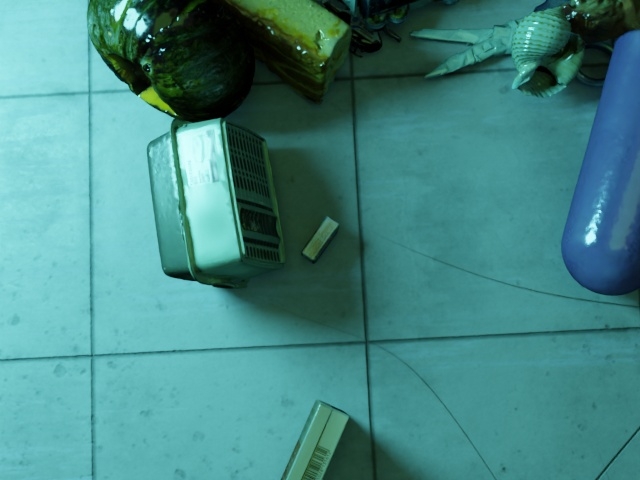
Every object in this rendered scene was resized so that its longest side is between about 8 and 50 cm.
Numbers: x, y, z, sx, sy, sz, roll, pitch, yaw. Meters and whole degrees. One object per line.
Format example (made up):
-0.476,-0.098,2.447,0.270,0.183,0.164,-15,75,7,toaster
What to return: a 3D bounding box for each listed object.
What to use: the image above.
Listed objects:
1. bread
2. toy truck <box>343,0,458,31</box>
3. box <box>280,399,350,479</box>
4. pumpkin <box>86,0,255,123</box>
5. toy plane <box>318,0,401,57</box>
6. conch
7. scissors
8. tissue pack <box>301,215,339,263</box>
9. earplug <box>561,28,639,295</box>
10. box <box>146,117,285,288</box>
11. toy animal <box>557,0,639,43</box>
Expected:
-0.085,-0.384,1.686,0.274,0.185,0.114,36,74,7,bread
0.143,-0.492,1.719,0.256,0.108,0.140,-22,61,-11,toy truck
-0.019,0.375,1.584,0.058,0.141,0.201,24,84,0,box
-0.260,-0.341,1.626,0.320,0.320,0.192,36,79,6,pumpkin
0.055,-0.416,1.757,0.197,0.053,0.078,39,76,6,toy plane
0.408,-0.345,1.680,0.135,0.153,0.102,19,38,-5,conch
0.363,-0.389,1.753,0.383,0.029,0.256,-10,81,0,scissors
0.000,0.000,1.683,0.035,0.063,0.083,34,85,2,tissue pack
0.553,-0.124,1.624,0.215,0.215,0.456,20,85,4,earplug
-0.182,-0.061,1.620,0.166,0.220,0.291,-13,79,21,box
0.590,-0.413,1.712,0.312,0.097,0.158,15,89,-4,toy animal
